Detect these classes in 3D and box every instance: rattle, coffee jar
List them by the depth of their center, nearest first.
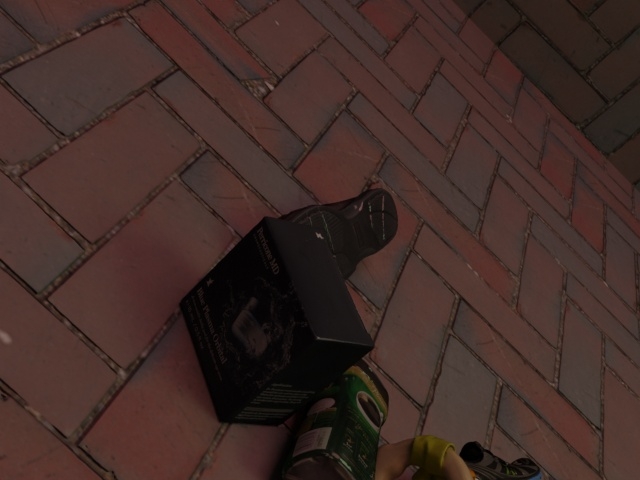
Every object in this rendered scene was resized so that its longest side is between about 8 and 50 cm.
[{"bbox_3d":[0.020,0.206,1.060,0.096,0.079,0.184,55,26,-19],"label":"coffee jar"},{"bbox_3d":[0.115,0.323,1.066,0.143,0.130,0.200,77,7,-58],"label":"rattle"}]

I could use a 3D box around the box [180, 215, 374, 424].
[{"bbox_3d":[-0.050,0.086,1.038,0.093,0.158,0.156,14,42,-46],"label":"box"}]

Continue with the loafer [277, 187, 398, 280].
[{"bbox_3d":[0.000,0.000,1.315,0.302,0.095,0.109,-24,104,-56],"label":"loafer"}]

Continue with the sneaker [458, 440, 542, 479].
[{"bbox_3d":[0.214,0.287,1.242,0.188,0.067,0.078,8,53,-46],"label":"sneaker"}]
